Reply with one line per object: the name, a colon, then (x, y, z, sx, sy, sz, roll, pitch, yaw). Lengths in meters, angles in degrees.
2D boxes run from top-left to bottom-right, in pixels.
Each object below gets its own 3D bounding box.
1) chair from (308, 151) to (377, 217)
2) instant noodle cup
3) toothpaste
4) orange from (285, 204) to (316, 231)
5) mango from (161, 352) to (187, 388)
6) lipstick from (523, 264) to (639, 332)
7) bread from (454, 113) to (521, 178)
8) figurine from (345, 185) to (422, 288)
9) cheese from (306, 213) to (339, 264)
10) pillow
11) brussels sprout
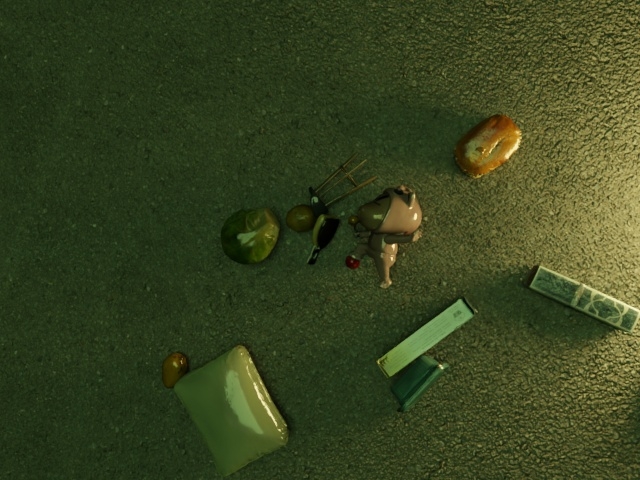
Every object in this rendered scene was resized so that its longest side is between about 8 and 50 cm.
chair: (0.050, -0.168, 1.506, 0.221, 0.104, 0.095, -40, 53, 1)
instant noodle cup: (0.272, 0.391, 1.416, 0.070, 0.157, 0.179, 42, 94, 25)
toothpaste: (0.300, 0.271, 1.444, 0.313, 0.089, 0.071, -39, 75, 6)
orange: (-0.059, -0.065, 1.517, 0.095, 0.085, 0.085, -18, 85, 22)
mango: (-0.456, 0.404, 1.577, 0.079, 0.057, 0.114, 19, 94, 2)
lipstick: (0.712, 0.158, 1.387, 0.289, 0.076, 0.077, 25, 90, 7)
bread: (0.468, -0.266, 1.431, 0.190, 0.114, 0.132, -41, 84, 11)
figurine: (0.172, -0.023, 1.441, 0.186, 0.176, 0.287, 18, 106, -15)
cheese: (0.001, 0.000, 1.516, 0.036, 0.086, 0.162, 33, 108, 34)
pillow: (-0.262, 0.503, 1.508, 0.255, 0.120, 0.322, -30, 84, 7)
brussels sprout: (-0.206, -0.013, 1.515, 0.180, 0.144, 0.161, -23, 49, 19)
